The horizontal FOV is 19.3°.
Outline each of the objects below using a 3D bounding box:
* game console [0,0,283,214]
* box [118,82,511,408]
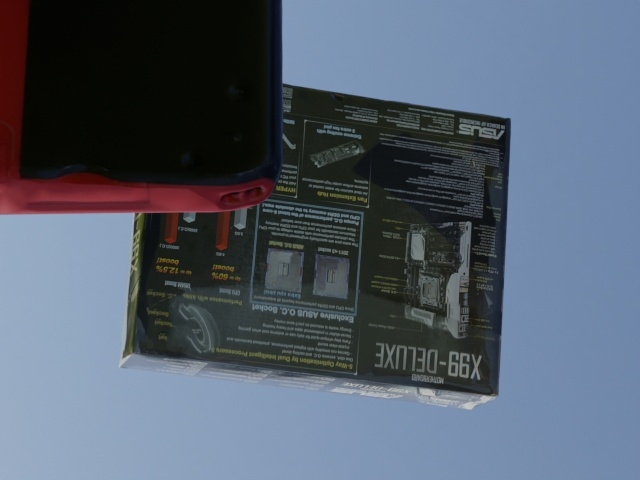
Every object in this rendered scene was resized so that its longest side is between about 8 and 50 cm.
[{"bbox_3d":[-0.194,-0.192,1.141,0.060,0.342,0.387,99,-9,-65],"label":"game console"},{"bbox_3d":[0.000,0.000,1.550,0.076,0.307,0.242,138,-43,-70],"label":"box"}]
